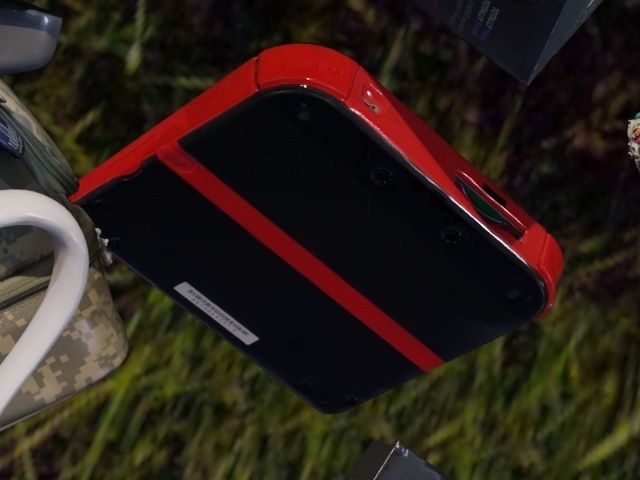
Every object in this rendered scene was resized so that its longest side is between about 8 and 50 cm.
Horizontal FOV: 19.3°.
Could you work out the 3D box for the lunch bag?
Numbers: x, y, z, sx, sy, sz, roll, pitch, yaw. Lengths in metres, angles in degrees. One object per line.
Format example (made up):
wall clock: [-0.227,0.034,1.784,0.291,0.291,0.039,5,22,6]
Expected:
lunch bag: [-0.282,-0.031,1.261,0.305,0.212,0.256,40,152,56]

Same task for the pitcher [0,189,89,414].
pitcher: [-0.180,0.079,0.747,0.177,0.125,0.207,-5,116,-25]

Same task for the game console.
game console: [0.000,0.000,1.779,0.342,0.060,0.386,-28,124,37]

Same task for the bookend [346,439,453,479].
bookend: [0.073,0.232,1.586,0.157,0.072,0.156,38,166,-19]

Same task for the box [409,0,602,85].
box: [0.113,-0.281,1.482,0.270,0.143,0.165,38,154,9]

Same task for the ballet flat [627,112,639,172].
ballet flat: [0.376,-0.102,1.660,0.091,0.077,0.241,16,153,-38]

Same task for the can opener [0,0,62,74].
can opener: [-0.259,-0.141,0.932,0.283,0.076,0.095,8,103,-25]
